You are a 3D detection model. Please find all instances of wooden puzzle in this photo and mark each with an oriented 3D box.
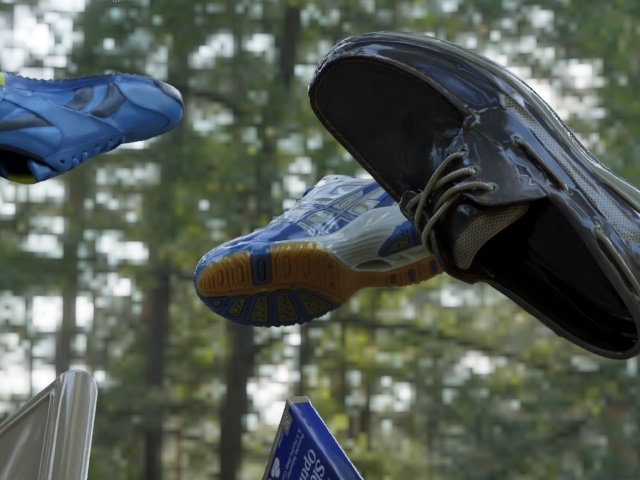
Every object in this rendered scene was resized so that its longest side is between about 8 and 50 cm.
[{"bbox_3d":[-0.288,0.251,1.771,0.238,0.221,0.044,-33,-54,31],"label":"wooden puzzle"}]

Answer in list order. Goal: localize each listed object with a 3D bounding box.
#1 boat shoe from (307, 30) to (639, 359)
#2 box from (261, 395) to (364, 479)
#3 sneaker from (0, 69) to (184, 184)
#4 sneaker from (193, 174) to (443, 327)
[{"bbox_3d":[0.137,-0.038,1.535,0.355,0.132,0.130,33,32,8],"label":"boat shoe"},{"bbox_3d":[0.000,0.316,2.476,0.036,0.136,0.225,-3,35,-31],"label":"box"},{"bbox_3d":[-0.182,-0.071,1.380,0.209,0.082,0.069,-2,-24,-40],"label":"sneaker"},{"bbox_3d":[0.000,0.000,2.094,0.296,0.131,0.112,-12,-45,-17],"label":"sneaker"}]
